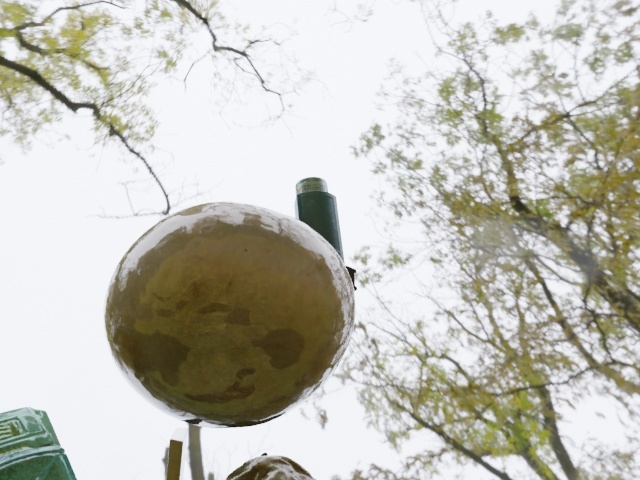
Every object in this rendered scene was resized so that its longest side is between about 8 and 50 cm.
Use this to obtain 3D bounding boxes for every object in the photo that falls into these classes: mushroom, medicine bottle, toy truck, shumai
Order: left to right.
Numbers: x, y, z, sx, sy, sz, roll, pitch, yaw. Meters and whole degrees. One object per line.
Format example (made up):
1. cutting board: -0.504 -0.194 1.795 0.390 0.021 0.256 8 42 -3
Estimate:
1. toy truck: -0.350 0.330 0.733 0.155 0.278 0.156 -9 -39 -43
2. mushroom: -0.133 0.099 0.945 0.363 0.294 0.362 -4 -56 -6
3. shumai: -0.094 0.640 1.283 0.267 0.262 0.314 -23 -72 15
4. medicine bottle: 0.000 0.000 1.123 0.079 0.258 0.124 1 -30 -15

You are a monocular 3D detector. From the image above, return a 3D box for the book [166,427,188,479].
1. book: -0.271 0.475 1.167 0.027 0.161 0.230 5 -99 -8
